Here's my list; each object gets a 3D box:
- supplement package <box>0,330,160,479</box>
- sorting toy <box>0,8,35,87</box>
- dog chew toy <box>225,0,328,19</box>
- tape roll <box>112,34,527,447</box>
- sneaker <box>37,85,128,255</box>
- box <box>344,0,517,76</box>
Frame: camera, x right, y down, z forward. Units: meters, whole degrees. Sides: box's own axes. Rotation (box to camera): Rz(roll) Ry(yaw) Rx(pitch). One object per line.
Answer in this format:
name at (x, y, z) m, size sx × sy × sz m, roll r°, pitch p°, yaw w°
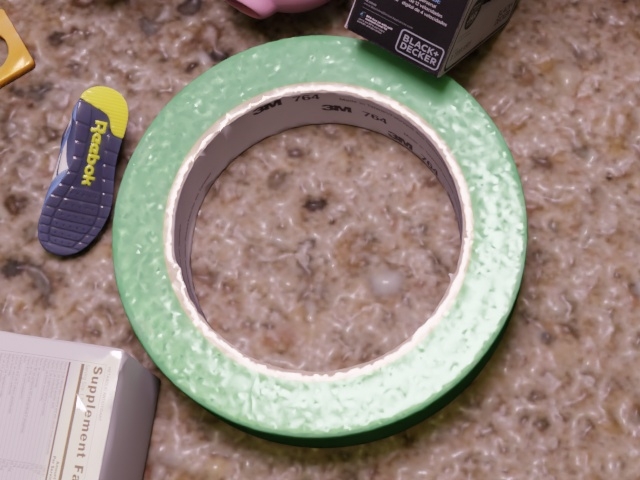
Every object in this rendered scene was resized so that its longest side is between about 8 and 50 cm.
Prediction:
supplement package at (-0.261, 0.142, 1.005) m, size 0.244 × 0.134 × 0.139 m, roll 8°, pitch 76°, yaw 7°
sorting toy at (-0.366, -0.276, 1.172) m, size 0.196 × 0.047 × 0.348 m, roll -43°, pitch 76°, yaw -7°
dog chew toy at (0.014, -0.333, 1.085) m, size 0.206 × 0.206 × 0.332 m, roll 28°, pitch 88°, yaw 11°
tape roll at (0.000, 0.000, 1.052) m, size 0.321 × 0.077 × 0.321 m, roll -1°, pitch 75°, yaw 4°
sneaker at (-0.194, -0.057, 1.100) m, size 0.053 × 0.059 × 0.144 m, roll 19°, pitch 95°, yaw -19°
box at (0.132, -0.285, 0.993) m, size 0.087 × 0.290 × 0.169 m, roll 30°, pitch 35°, yaw 12°
